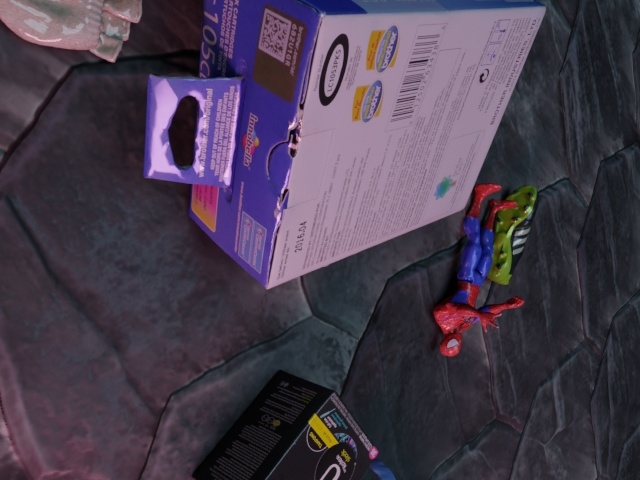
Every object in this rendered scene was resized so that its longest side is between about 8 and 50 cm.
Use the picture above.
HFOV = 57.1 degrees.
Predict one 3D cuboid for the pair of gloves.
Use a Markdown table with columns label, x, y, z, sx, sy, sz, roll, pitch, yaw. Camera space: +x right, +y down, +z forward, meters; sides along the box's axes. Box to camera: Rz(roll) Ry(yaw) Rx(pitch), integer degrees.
| label | x | y | z | sx | sy | sz | roll | pitch | yaw |
| --- | --- | --- | --- | --- | --- | --- | --- | --- | --- |
| pair of gloves | -0.228 | -0.288 | 0.497 | 0.204 | 0.042 | 0.240 | 21 | 80 | -41 |

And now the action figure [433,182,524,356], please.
| label | x | y | z | sx | sy | sz | roll | pitch | yaw |
| --- | --- | --- | --- | --- | --- | --- | --- | --- | --- |
| action figure | 0.263 | 0.052 | 0.904 | 0.091 | 0.139 | 0.280 | 32 | 75 | -37 |

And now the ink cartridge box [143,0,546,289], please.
| label | x | y | z | sx | sy | sz | roll | pitch | yaw |
| --- | --- | --- | --- | --- | --- | --- | --- | --- | --- |
| ink cartridge box | 0.024 | -0.127 | 0.595 | 0.396 | 0.151 | 0.269 | -22 | 138 | -40 |

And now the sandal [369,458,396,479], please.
| label | x | y | z | sx | sy | sz | roll | pitch | yaw |
| --- | --- | --- | --- | --- | --- | --- | --- | --- | --- |
| sandal | 0.086 | 0.411 | 0.786 | 0.138 | 0.126 | 0.317 | -48 | 124 | -32 |

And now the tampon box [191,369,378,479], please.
| label | x | y | z | sx | sy | sz | roll | pitch | yaw |
| --- | --- | --- | --- | --- | --- | --- | --- | --- | --- |
| tampon box | -0.037 | 0.256 | 0.672 | 0.161 | 0.102 | 0.120 | -48 | 122 | -28 |

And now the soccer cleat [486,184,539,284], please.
| label | x | y | z | sx | sy | sz | roll | pitch | yaw |
| --- | --- | --- | --- | --- | --- | --- | --- | --- | --- |
| soccer cleat | 0.328 | -0.010 | 1.009 | 0.072 | 0.060 | 0.178 | 35 | 77 | -48 |
